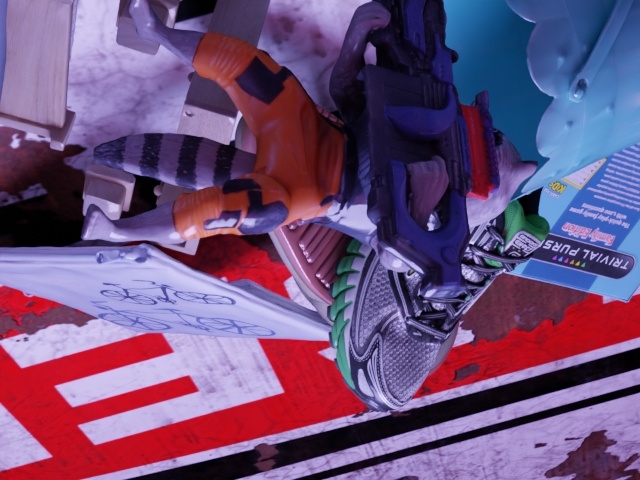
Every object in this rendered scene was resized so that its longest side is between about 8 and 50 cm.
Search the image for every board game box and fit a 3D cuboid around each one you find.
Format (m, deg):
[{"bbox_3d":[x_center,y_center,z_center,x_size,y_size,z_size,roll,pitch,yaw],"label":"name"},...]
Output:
[{"bbox_3d":[0.316,-0.104,1.459,0.254,0.079,0.336,13,120,-38],"label":"board game box"}]

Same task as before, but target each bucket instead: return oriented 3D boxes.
[{"bbox_3d":[0.189,-0.184,1.193,0.183,0.281,0.281,-20,151,-17],"label":"bucket"}]

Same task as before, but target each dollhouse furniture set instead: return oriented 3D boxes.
[{"bbox_3d":[-0.238,-0.178,1.238,0.355,0.174,0.303,16,143,-4],"label":"dollhouse furniture set"}]

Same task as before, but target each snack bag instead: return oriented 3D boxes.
[{"bbox_3d":[-0.194,0.052,1.509,0.323,0.037,0.342,0,164,37],"label":"snack bag"}]

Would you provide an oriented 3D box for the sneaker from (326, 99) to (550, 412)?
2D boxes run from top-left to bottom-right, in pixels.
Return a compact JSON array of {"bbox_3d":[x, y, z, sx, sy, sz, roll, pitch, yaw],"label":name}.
[{"bbox_3d":[0.123,0.006,1.324,0.134,0.146,0.343,28,85,-47],"label":"sneaker"}]

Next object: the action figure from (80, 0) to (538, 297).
[{"bbox_3d":[0.004,-0.099,1.076,0.330,0.341,0.178,13,150,-13],"label":"action figure"}]

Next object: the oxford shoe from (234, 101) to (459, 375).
[{"bbox_3d":[0.000,0.000,1.414,0.140,0.146,0.397,-51,134,-21],"label":"oxford shoe"}]

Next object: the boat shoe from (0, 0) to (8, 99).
[{"bbox_3d":[-0.337,-0.125,1.081,0.156,0.136,0.367,16,141,-4],"label":"boat shoe"}]
